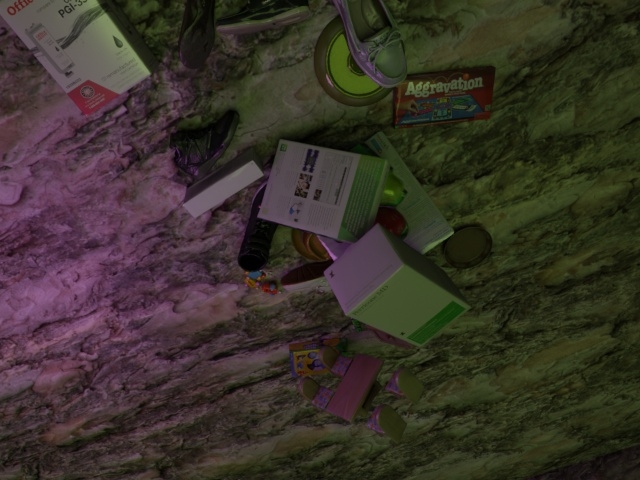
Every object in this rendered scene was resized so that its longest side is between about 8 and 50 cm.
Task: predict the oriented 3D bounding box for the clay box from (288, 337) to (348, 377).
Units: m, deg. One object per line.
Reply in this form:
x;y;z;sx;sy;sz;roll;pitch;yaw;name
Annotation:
-0.003;0.437;1.786;0.221;0.053;0.128;-6;121;-4;clay box

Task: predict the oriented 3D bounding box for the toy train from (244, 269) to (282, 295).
-0.186;0.121;1.555;0.125;0.046;0.166;7;147;2;toy train

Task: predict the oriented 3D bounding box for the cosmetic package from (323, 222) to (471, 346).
0.207;0.129;1.245;0.197;0.155;0.365;-44;137;18;cosmetic package

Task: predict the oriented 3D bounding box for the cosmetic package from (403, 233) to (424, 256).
0.251;0.075;1.499;0.138;0.224;0.225;-36;119;14;cosmetic package

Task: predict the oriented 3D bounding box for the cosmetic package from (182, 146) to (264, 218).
-0.273;-0.163;1.352;0.239;0.099;0.060;-30;120;11;cosmetic package

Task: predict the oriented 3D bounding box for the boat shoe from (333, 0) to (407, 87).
0.114;-0.518;1.135;0.118;0.103;0.321;-25;102;2;boat shoe

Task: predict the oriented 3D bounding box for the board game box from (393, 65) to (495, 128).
0.343;-0.399;1.337;0.281;0.027;0.145;-7;121;-3;board game box

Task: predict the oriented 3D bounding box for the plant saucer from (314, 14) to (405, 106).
0.104;-0.466;1.239;0.240;0.037;0.241;-2;116;-3;plant saucer

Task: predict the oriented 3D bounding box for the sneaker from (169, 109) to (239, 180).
-0.318;-0.275;1.283;0.130;0.087;0.227;32;118;-31;sneaker

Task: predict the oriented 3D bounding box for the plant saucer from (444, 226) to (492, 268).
0.495;0.021;1.616;0.168;0.029;0.169;-4;122;-7;plant saucer

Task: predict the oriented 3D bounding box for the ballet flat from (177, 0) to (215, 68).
-0.296;-0.540;1.148;0.084;0.058;0.250;-5;131;-31;ballet flat

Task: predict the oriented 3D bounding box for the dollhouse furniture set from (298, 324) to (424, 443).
0.137;0.385;1.575;0.256;0.362;0.394;50;61;-30;dollhouse furniture set

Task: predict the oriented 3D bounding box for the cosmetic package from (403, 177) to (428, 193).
0.262;-0.162;1.462;0.115;0.041;0.060;7;121;-12;cosmetic package

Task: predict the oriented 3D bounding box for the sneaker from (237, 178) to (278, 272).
-0.170;-0.031;1.419;0.104;0.147;0.296;16;117;-15;sneaker

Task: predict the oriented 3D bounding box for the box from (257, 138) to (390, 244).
0.005;-0.130;1.280;0.321;0.058;0.233;16;89;25;box

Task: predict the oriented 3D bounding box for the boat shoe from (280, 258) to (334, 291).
0.009;0.129;1.572;0.276;0.098;0.096;-14;122;-1;boat shoe

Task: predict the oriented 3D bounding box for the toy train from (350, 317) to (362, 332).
0.131;0.306;1.747;0.023;0.017;0.083;-15;123;14;toy train

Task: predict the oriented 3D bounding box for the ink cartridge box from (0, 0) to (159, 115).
-0.553;-0.472;1.110;0.207;0.117;0.283;-28;121;10;ink cartridge box

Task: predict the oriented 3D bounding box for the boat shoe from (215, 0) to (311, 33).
-0.143;-0.553;1.152;0.232;0.084;0.079;-14;100;4;boat shoe

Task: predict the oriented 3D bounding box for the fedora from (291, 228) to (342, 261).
0.000;0.000;1.502;0.194;0.079;0.195;-4;123;-6;fedora

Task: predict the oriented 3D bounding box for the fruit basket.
0.142;-0.074;1.356;0.327;0.165;0.353;-37;87;14;fruit basket
